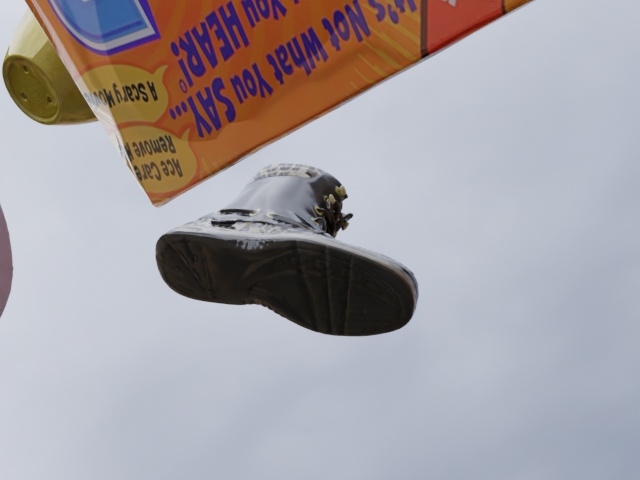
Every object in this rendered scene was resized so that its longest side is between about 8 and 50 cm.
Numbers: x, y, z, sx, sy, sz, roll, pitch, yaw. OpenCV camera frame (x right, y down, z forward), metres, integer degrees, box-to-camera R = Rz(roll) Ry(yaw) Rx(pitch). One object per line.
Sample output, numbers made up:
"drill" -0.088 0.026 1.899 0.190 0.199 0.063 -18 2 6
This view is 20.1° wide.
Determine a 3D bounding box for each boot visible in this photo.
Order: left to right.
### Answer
"boot" -0.001 -0.002 1.550 0.178 0.236 0.085 -43 -43 -54

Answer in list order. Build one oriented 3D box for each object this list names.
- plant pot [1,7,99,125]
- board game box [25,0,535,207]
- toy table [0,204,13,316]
"plant pot" -0.212 -0.151 1.521 0.095 0.134 0.134 -41 -19 -37
"board game box" 0.035 -0.281 0.779 0.356 0.357 0.356 -33 5 -28
"toy table" -0.297 -0.015 0.833 0.161 0.252 0.274 -17 -45 39
